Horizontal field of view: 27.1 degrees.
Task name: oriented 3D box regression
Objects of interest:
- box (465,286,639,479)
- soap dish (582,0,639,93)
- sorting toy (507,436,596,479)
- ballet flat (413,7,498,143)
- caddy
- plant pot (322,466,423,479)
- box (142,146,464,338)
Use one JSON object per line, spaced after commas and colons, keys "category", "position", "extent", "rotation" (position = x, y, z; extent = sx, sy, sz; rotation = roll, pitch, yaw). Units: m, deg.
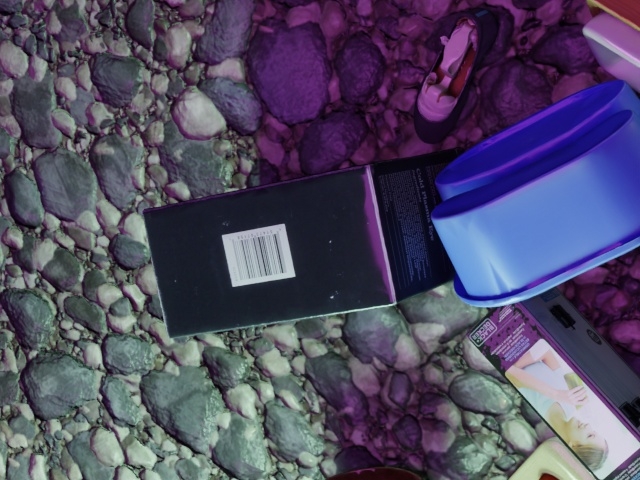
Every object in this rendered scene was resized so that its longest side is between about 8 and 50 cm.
{"category": "box", "position": [0.337, 0.188, 1.713], "extent": [0.290, 0.169, 0.087], "rotation": [49, 113, 14]}
{"category": "soap dish", "position": [0.459, -0.207, 1.565], "extent": [0.291, 0.229, 0.118], "rotation": [36, 96, 18]}
{"category": "sorting toy", "position": [0.368, 0.413, 1.739], "extent": [0.307, 0.041, 0.229], "rotation": [46, 152, 14]}
{"category": "ballet flat", "position": [0.171, -0.222, 1.790], "extent": [0.074, 0.074, 0.203], "rotation": [34, 112, 19]}
{"category": "caddy", "position": [0.299, -0.044, 1.638], "extent": [0.341, 0.241, 0.179], "rotation": [-27, 108, 19]}
{"category": "plant pot", "position": [0.073, 0.477, 1.888], "extent": [0.215, 0.215, 0.230], "rotation": [-6, 109, 28]}
{"category": "box", "position": [0.000, 0.000, 1.776], "extent": [0.343, 0.312, 0.179], "rotation": [-10, 93, 29]}
